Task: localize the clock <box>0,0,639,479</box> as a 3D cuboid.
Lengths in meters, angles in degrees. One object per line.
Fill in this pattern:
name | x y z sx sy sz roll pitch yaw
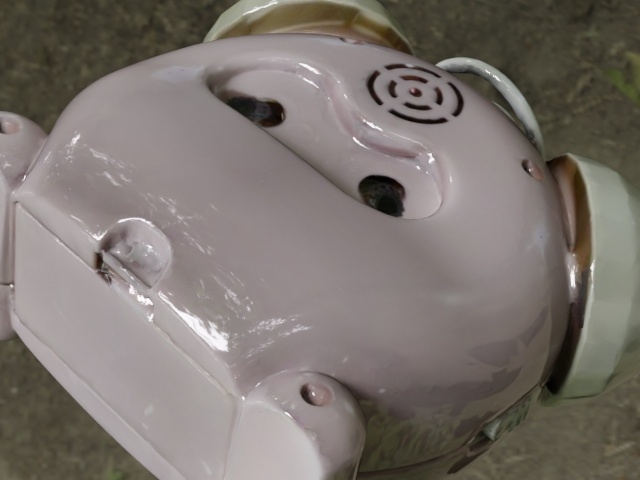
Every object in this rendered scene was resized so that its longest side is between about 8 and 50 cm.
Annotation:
clock | 0.000 0.000 0.835 0.342 0.326 0.184 43 137 21
